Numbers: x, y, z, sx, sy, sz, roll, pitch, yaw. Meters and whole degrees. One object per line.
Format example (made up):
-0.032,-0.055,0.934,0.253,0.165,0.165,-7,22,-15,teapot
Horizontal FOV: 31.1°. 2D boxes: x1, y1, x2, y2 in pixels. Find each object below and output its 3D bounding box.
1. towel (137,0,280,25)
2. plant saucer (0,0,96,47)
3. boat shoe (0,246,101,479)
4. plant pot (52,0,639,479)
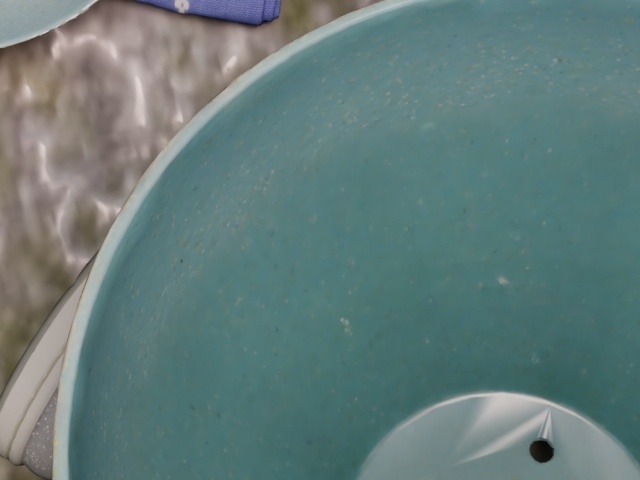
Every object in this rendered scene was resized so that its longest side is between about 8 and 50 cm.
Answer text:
-0.157,-0.251,0.564,0.336,0.040,0.243,12,83,-2,towel
-0.162,-0.174,0.518,0.195,0.037,0.194,0,84,-3,plant saucer
0.001,0.000,0.501,0.320,0.118,0.103,-40,83,-16,boat shoe
0.075,0.086,0.388,0.290,0.195,0.290,0,64,0,plant pot
